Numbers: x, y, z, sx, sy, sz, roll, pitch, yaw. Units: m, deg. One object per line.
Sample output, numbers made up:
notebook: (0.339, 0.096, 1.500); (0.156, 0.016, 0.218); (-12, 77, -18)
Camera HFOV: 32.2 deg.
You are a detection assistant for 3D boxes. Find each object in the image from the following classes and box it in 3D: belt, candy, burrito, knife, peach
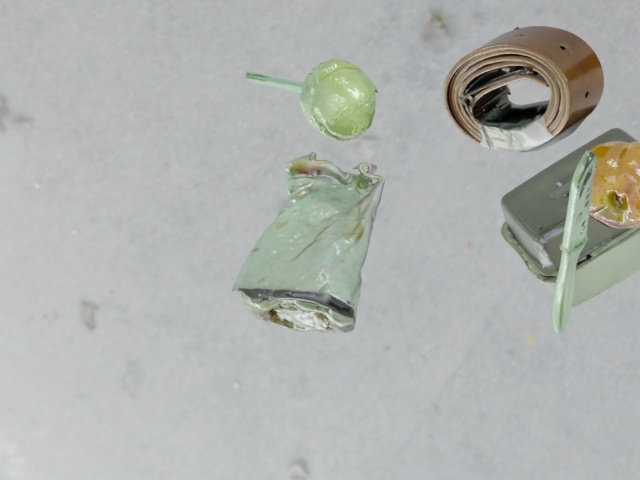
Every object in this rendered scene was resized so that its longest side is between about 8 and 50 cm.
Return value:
belt: (0.311, -0.229, 1.707); (0.261, 0.105, 0.184); (-18, 104, 56)
candy: (-0.027, -0.192, 1.412); (0.335, 0.093, 0.092); (27, 96, 62)
burrito: (0.000, 0.000, 1.250); (0.144, 0.229, 0.089); (6, 139, 18)
knife: (0.263, 0.011, 1.157); (0.020, 0.043, 0.293); (32, 153, 27)
peach: (0.433, -0.081, 1.575); (0.138, 0.138, 0.138); (14, 120, 24)

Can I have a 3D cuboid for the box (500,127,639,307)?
box: (0.458, -0.042, 1.851); (0.291, 0.220, 0.166); (-32, 122, 4)
